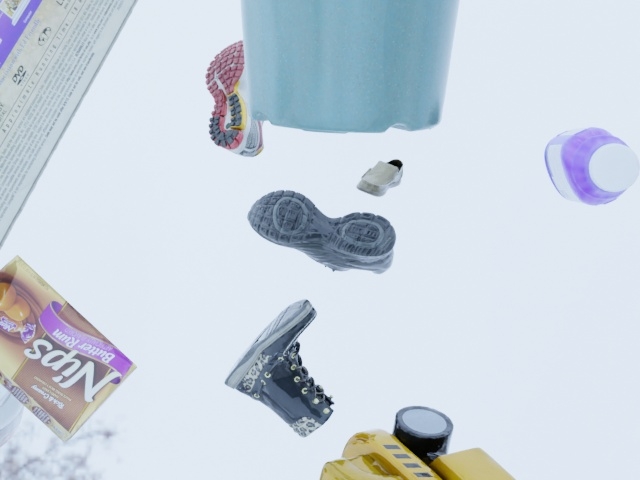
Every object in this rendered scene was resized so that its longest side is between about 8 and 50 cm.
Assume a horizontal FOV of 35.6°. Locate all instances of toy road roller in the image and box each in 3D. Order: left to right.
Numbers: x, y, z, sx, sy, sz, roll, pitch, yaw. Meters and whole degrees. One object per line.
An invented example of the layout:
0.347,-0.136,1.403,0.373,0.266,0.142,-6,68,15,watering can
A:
0.136,0.412,1.473,0.329,0.241,0.202,36,-56,47,toy road roller

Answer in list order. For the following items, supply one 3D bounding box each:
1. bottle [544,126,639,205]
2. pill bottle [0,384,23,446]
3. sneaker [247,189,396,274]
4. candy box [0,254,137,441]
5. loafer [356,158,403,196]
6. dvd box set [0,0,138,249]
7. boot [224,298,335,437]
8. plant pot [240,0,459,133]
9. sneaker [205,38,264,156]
0.412,-0.112,1.507,0.092,0.283,0.118,-24,-87,4,bottle
-0.607,0.268,1.748,0.318,0.176,0.176,130,-41,-62,pill bottle
0.000,0.000,1.784,0.286,0.130,0.109,19,-116,20,sneaker
-0.312,0.121,1.111,0.109,0.187,0.053,-48,-176,-31,candy box
0.110,-0.119,1.824,0.056,0.148,0.050,23,-66,17,loafer
-0.363,-0.196,0.723,0.062,0.420,0.307,-9,-128,46,dvd box set
-0.034,0.218,1.678,0.236,0.178,0.085,-47,-174,33,boot
0.036,-0.315,1.254,0.341,0.341,0.334,17,-70,45,plant pot
-0.135,-0.236,1.663,0.088,0.093,0.225,-17,-120,31,sneaker
